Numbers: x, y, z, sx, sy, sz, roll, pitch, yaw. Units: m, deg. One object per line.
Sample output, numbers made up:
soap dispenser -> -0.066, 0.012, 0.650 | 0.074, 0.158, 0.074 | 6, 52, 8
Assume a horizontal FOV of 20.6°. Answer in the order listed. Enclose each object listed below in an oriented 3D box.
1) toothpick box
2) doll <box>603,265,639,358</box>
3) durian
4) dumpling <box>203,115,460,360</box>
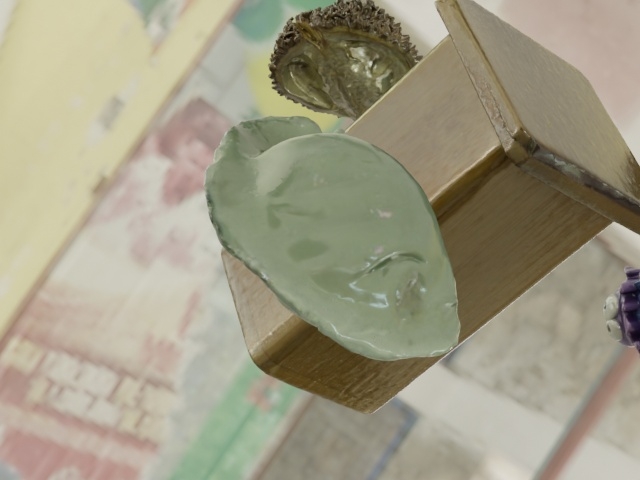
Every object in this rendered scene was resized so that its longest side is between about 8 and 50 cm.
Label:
toothpick box -> 0.084, -0.015, 1.420 | 0.187, 0.308, 0.190 | 25, 33, -41
doll -> 0.364, 0.075, 1.912 | 0.067, 0.110, 0.206 | -5, -9, -22
durian -> 0.027, -0.176, 1.693 | 0.148, 0.091, 0.188 | -11, -38, 10
dumpling -> 0.003, 0.006, 1.205 | 0.219, 0.152, 0.108 | 51, -23, 23
